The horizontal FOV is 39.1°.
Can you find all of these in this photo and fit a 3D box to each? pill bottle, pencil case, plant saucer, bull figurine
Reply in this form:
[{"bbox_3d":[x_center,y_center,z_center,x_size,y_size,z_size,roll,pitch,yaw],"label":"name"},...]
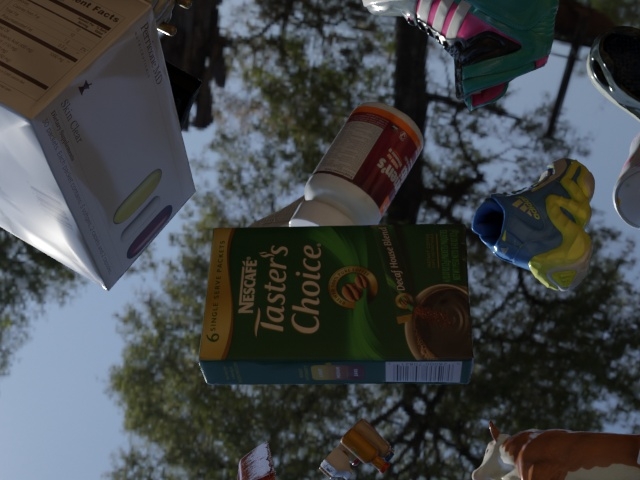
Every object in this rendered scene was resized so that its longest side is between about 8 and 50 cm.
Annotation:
[{"bbox_3d":[0.052,-0.086,1.319,0.121,0.121,0.221,21,-114,22],"label":"pill bottle"},{"bbox_3d":[0.573,-0.112,1.539,0.114,0.124,0.273,10,-155,22],"label":"pencil case"},{"bbox_3d":[-0.101,0.437,1.292,0.048,0.258,0.259,4,177,-5],"label":"plant saucer"},{"bbox_3d":[0.329,0.305,1.135,0.310,0.101,0.188,-9,-153,26],"label":"bull figurine"}]

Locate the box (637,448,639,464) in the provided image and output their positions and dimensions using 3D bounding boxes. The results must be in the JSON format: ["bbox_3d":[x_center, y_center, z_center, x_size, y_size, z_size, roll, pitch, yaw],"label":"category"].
[{"bbox_3d":[0.473,0.221,0.986,0.203,0.114,0.103,18,-160,36],"label":"box"}]

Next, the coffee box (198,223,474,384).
[{"bbox_3d":[0.011,0.044,0.628,0.184,0.040,0.113,0,-124,5],"label":"coffee box"}]

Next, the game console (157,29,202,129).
[{"bbox_3d":[-0.220,-0.271,1.072,0.213,0.361,0.044,29,-139,-4],"label":"game console"}]

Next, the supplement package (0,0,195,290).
[{"bbox_3d":[-0.250,-0.113,0.818,0.204,0.262,0.145,28,-117,18],"label":"supplement package"}]

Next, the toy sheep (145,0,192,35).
[{"bbox_3d":[-0.184,-0.244,0.880,0.091,0.091,0.132,19,174,19],"label":"toy sheep"}]

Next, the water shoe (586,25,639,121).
[{"bbox_3d":[0.296,-0.096,0.700,0.203,0.073,0.080,33,-168,9],"label":"water shoe"}]

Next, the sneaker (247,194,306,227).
[{"bbox_3d":[0.000,0.000,1.572,0.256,0.151,0.094,-22,-146,25],"label":"sneaker"}]

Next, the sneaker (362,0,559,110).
[{"bbox_3d":[0.180,-0.259,1.166,0.124,0.178,0.296,-23,-157,-37],"label":"sneaker"}]

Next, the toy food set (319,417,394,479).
[{"bbox_3d":[0.083,0.446,1.854,0.104,0.232,0.111,41,-125,11],"label":"toy food set"}]

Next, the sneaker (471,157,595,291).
[{"bbox_3d":[0.244,-0.042,1.037,0.126,0.091,0.240,20,-149,-1],"label":"sneaker"}]
